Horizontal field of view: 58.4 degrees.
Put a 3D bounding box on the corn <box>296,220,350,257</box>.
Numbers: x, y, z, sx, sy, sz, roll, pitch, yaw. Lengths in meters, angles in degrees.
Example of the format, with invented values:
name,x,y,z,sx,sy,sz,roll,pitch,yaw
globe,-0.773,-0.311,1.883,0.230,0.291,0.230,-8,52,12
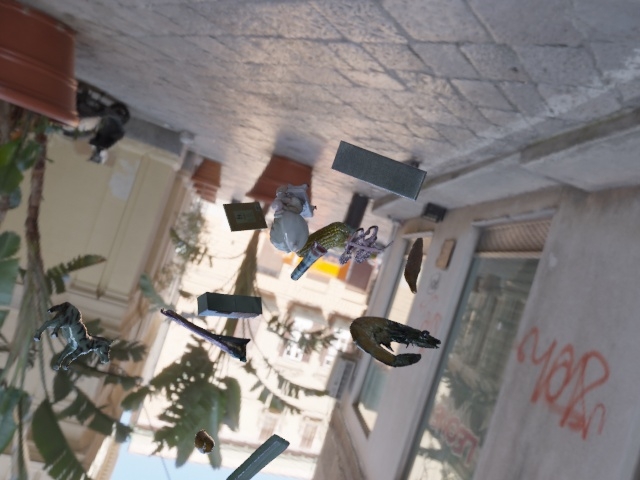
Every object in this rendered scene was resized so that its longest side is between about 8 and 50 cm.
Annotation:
name,x,y,z,sx,sy,sz,roll,pitch,yaw
corn,0.004,0.001,2.211,0.260,0.091,0.091,-24,143,38

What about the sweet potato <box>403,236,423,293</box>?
name,x,y,z,sx,sy,sz,roll,pitch,yaw
sweet potato,0.369,0.089,2.268,0.072,0.314,0.066,-31,114,35

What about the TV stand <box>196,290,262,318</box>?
name,x,y,z,sx,sy,sz,roll,pitch,yaw
TV stand,-0.378,0.275,2.410,0.269,0.083,0.088,10,150,-38

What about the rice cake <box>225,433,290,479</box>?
name,x,y,z,sx,sy,sz,roll,pitch,yaw
rice cake,-0.199,0.705,1.828,0.042,0.221,0.080,47,180,42

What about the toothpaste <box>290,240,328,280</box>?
name,x,y,z,sx,sy,sz,roll,pitch,yaw
toothpaste,-0.047,0.078,2.087,0.062,0.039,0.239,41,137,0

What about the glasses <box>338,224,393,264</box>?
name,x,y,z,sx,sy,sz,roll,pitch,yaw
glasses,0.167,0.036,2.136,0.095,0.162,0.255,44,-153,26

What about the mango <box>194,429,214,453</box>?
name,x,y,z,sx,sy,sz,roll,pitch,yaw
mango,-0.404,0.702,1.983,0.077,0.063,0.127,58,159,-3

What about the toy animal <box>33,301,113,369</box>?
name,x,y,z,sx,sy,sz,roll,pitch,yaw
toy animal,-0.717,0.300,1.663,0.089,0.170,0.255,-4,136,16

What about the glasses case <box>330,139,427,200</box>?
name,x,y,z,sx,sy,sz,roll,pitch,yaw
glasses case,0.130,-0.156,1.282,0.204,0.071,0.047,22,-170,10

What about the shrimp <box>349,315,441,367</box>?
name,x,y,z,sx,sy,sz,roll,pitch,yaw
shrimp,0.322,0.415,2.318,0.445,0.085,0.272,11,-150,-27

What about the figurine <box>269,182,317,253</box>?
name,x,y,z,sx,sy,sz,roll,pitch,yaw
figurine,-0.089,-0.053,1.816,0.144,0.257,0.182,9,140,-2

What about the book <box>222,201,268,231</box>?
name,x,y,z,sx,sy,sz,roll,pitch,yaw
book,-0.289,-0.093,2.213,0.172,0.118,0.012,-7,161,-42

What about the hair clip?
name,x,y,z,sx,sy,sz,roll,pitch,yaw
hair clip,-0.420,0.335,2.093,0.358,0.096,0.110,25,-152,-8
